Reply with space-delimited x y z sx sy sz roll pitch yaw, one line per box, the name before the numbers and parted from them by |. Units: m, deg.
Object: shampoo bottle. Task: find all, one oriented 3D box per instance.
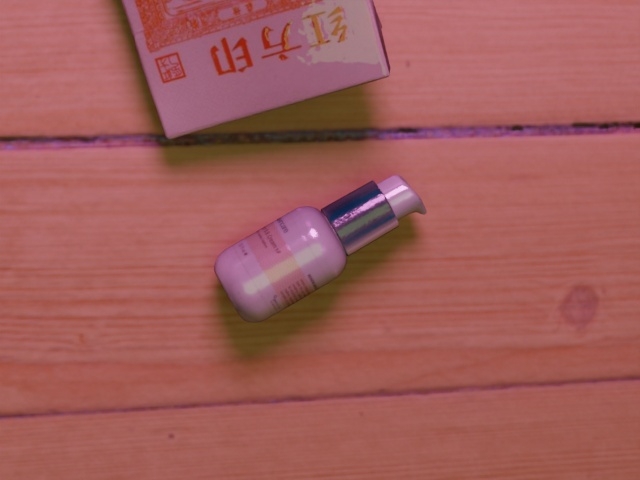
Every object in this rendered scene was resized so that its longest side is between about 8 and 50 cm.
shampoo bottle | 0.000 0.000 1.149 0.192 0.074 0.074 -31 106 -1

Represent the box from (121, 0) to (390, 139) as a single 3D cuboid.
box | -0.087 -0.283 1.056 0.204 0.051 0.365 -15 106 9
